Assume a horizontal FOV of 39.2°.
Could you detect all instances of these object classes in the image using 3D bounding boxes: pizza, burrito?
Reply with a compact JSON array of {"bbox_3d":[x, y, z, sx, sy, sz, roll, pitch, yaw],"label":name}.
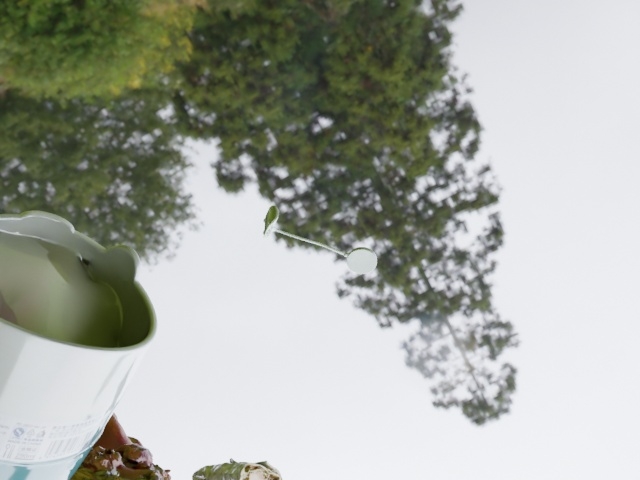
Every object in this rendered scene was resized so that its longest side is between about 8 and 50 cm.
[{"bbox_3d":[-0.252,0.279,1.101,0.201,0.053,0.193,15,176,18],"label":"pizza"},{"bbox_3d":[-0.120,0.339,1.263,0.226,0.087,0.060,-26,-140,59],"label":"burrito"}]

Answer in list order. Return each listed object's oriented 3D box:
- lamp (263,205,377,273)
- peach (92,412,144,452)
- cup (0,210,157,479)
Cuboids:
[{"bbox_3d":[0.000,0.000,1.480,0.056,0.198,0.050,-78,-170,-58],"label":"lamp"},{"bbox_3d":[-0.441,0.419,1.636,0.243,0.199,0.243,-5,-126,7],"label":"peach"},{"bbox_3d":[-0.331,0.116,0.879,0.257,0.289,0.219,-59,-148,19],"label":"cup"}]
